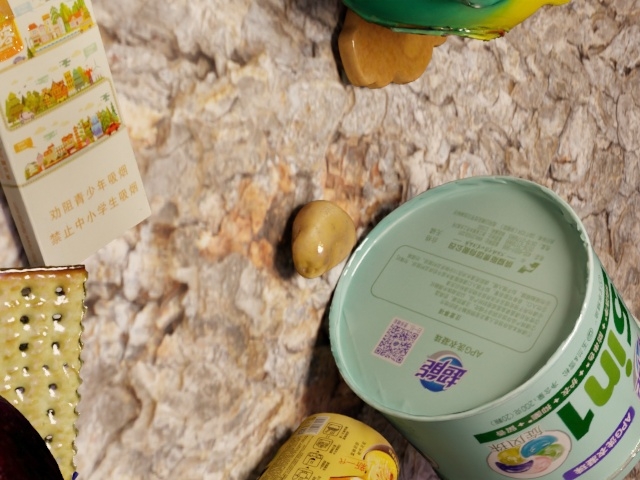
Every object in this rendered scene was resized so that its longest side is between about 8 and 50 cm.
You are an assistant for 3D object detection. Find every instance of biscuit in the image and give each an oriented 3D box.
[{"bbox_3d":[-0.244,0.134,0.923,0.139,0.016,0.231,-1,99,-41],"label":"biscuit"},{"bbox_3d":[0.090,-0.247,1.310,0.236,0.040,0.144,-46,123,-35],"label":"biscuit"}]

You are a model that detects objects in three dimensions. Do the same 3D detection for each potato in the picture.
[{"bbox_3d":[0.000,0.000,1.210,0.068,0.062,0.083,42,34,-16],"label":"potato"}]

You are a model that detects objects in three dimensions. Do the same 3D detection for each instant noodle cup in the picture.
[{"bbox_3d":[0.006,0.251,1.199,0.122,0.152,0.151,-57,136,-40],"label":"instant noodle cup"}]

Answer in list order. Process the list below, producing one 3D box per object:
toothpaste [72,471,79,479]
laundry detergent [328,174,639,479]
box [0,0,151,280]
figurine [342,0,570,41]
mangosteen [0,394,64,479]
[{"bbox_3d":[-0.224,0.182,0.983,0.024,0.015,0.083,-57,141,-18],"label":"toothpaste"},{"bbox_3d":[0.203,0.130,1.313,0.305,0.287,0.287,49,58,-44],"label":"laundry detergent"},{"bbox_3d":[-0.206,-0.091,0.945,0.122,0.032,0.220,-38,126,-42],"label":"box"},{"bbox_3d":[0.094,-0.306,1.124,0.340,0.323,0.231,3,127,-45],"label":"figurine"},{"bbox_3d":[-0.287,0.206,0.738,0.233,0.288,0.287,46,55,-13],"label":"mangosteen"}]
